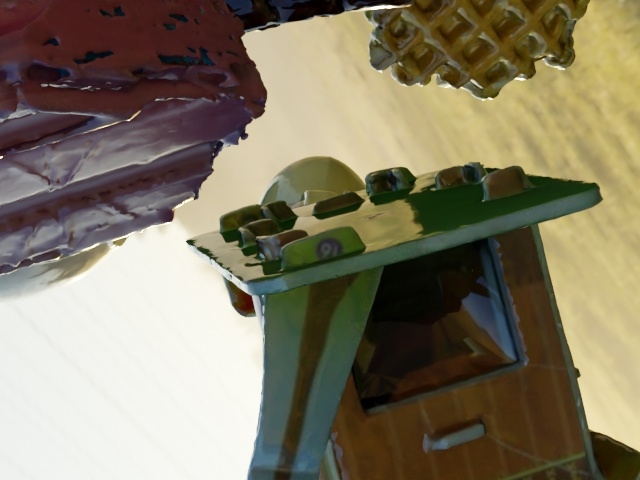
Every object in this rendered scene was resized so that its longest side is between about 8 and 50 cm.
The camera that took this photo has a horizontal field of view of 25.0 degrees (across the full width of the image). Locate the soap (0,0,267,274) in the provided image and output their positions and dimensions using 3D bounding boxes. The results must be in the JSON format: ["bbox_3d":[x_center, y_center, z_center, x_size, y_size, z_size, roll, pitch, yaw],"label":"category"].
[{"bbox_3d":[-0.152,-0.052,0.659,0.162,0.250,0.099,94,156,-60],"label":"soap"}]

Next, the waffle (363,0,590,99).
[{"bbox_3d":[0.163,-0.264,1.443,0.291,0.291,0.051,58,-179,-40],"label":"waffle"}]

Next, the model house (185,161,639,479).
[{"bbox_3d":[0.006,0.142,0.885,0.300,0.340,0.324,-162,56,-77],"label":"model house"}]

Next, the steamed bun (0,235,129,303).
[{"bbox_3d":[-0.368,-0.107,1.555,0.374,0.374,0.241,57,148,0],"label":"steamed bun"}]

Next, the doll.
[{"bbox_3d":[-0.012,-0.004,1.269,0.117,0.141,0.296,17,-174,3],"label":"doll"}]

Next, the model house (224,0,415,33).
[{"bbox_3d":[-0.051,-0.305,0.985,0.297,0.282,0.317,20,136,60],"label":"model house"}]
